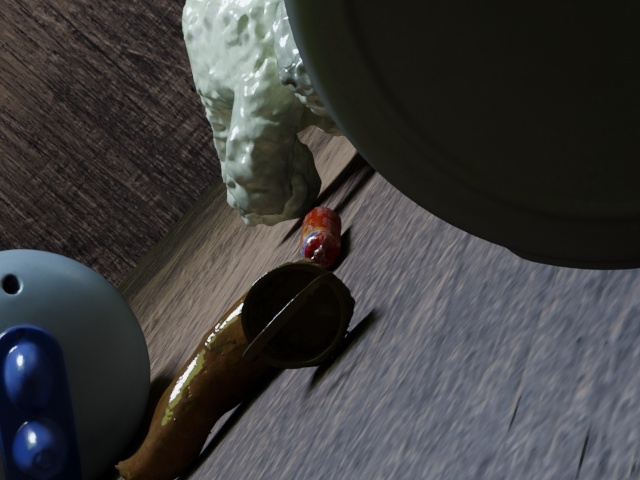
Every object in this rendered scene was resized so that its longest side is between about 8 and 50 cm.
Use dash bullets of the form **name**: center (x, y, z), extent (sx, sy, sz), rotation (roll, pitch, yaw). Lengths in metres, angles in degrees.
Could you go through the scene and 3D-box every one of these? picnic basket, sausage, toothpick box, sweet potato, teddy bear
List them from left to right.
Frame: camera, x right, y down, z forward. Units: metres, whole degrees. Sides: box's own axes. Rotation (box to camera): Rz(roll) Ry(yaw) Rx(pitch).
- **toothpick box**: center (-0.279, 0.138, 1.692), extent (0.263, 0.263, 0.355), rotation (-50, 7, -11)
- **sweet potato**: center (-0.067, 0.093, 1.256), extent (0.202, 0.058, 0.055), rotation (-52, 49, 1)
- **picnic basket**: center (-0.017, 0.047, 1.087), extent (0.072, 0.072, 0.083), rotation (-47, -6, 11)
- **sausage**: center (0.000, 0.000, 1.432), extent (0.034, 0.034, 0.129), rotation (-48, 6, 9)
- **teddy bear**: center (0.050, -0.142, 1.654), extent (0.362, 0.375, 0.327), rotation (22, 63, 38)
- **toothpick box**: center (0.121, -0.132, 0.698), extent (0.229, 0.229, 0.316), rotation (-46, 5, 18)
